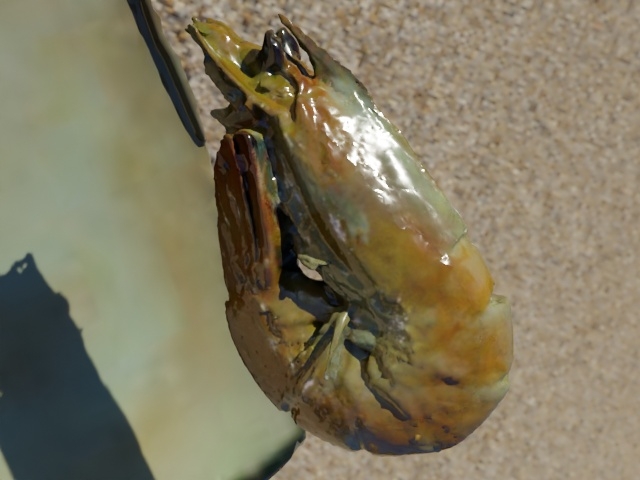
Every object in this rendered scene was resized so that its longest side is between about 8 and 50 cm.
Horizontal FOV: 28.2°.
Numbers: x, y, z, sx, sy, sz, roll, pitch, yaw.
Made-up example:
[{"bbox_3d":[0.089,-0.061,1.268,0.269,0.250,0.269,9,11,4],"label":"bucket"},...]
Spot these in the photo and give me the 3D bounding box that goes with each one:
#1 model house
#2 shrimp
[{"bbox_3d":[-0.314,0.028,0.773,0.445,0.400,0.395,-29,110,-22],"label":"model house"},{"bbox_3d":[-0.001,0.001,0.542,0.115,0.217,0.051,-30,-172,6],"label":"shrimp"}]
